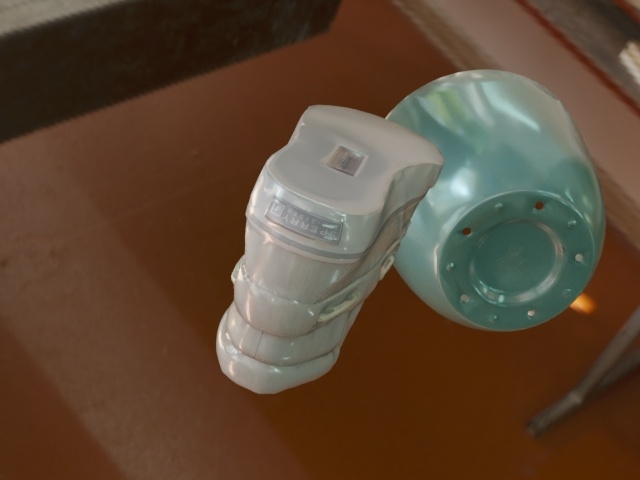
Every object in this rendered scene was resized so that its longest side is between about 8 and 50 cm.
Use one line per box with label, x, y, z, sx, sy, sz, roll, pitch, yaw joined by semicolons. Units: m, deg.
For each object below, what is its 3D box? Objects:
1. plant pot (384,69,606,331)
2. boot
plant pot;0.208;-0.026;1.559;0.293;0.293;0.235;12;26;-13
boot;0.000;0.000;0.779;0.095;0.123;0.258;25;20;10
